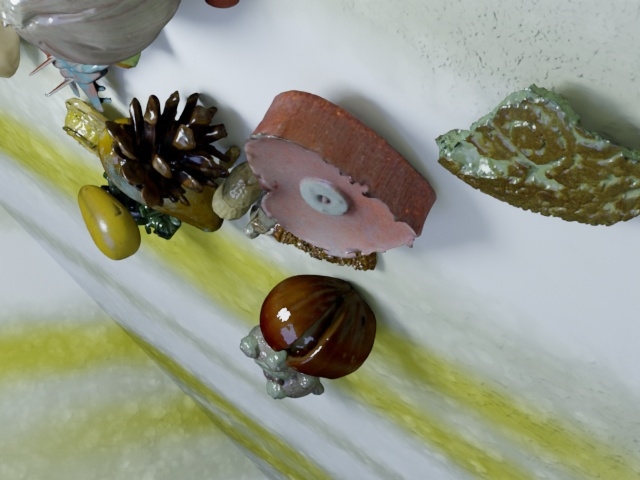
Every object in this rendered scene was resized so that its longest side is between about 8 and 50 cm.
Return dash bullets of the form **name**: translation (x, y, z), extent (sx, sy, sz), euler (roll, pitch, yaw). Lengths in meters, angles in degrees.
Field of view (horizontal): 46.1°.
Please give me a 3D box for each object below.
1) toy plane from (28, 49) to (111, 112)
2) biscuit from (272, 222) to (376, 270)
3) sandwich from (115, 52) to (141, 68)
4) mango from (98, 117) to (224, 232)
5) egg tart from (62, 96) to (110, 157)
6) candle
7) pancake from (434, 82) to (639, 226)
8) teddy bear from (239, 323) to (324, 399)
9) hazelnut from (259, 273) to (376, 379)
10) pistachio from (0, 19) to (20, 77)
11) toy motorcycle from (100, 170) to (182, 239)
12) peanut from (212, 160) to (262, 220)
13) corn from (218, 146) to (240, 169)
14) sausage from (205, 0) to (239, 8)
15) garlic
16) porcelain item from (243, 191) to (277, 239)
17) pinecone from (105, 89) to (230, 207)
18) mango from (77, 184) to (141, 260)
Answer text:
- **toy plane**: translation (-0.451, -0.344, 1.447), extent (0.326, 0.104, 0.223), euler (2, 135, 46)
- **biscuit**: translation (0.008, -0.005, 1.384), extent (0.206, 0.025, 0.126), euler (17, 143, 9)
- **sandwich**: translation (-0.391, -0.390, 1.315), extent (0.187, 0.117, 0.144), euler (20, -162, -14)
- **mango**: translation (-0.321, -0.126, 1.558), extent (0.316, 0.146, 0.192), euler (45, 152, -21)
- **egg tart**: translation (-0.503, -0.238, 1.669), extent (0.191, 0.074, 0.191), euler (33, 170, 6)
- **candle**: translation (0.038, -0.094, 1.162), extent (0.287, 0.131, 0.317), euler (20, 157, 24)
- **pancake**: translation (0.282, -0.109, 0.897), extent (0.376, 0.054, 0.197), euler (12, 143, 41)
- **teddy bear**: translation (-0.096, 0.308, 1.920), extent (0.236, 0.151, 0.267), euler (27, 147, 29)
- **hazelnut**: translation (0.002, 0.170, 1.547), extent (0.251, 0.217, 0.217), euler (40, 155, -22)
- **pistachio**: translation (-0.727, -0.467, 1.563), extent (0.187, 0.187, 0.299), euler (35, 159, 12)
- **toy motorcycle**: translation (-0.400, -0.080, 1.755), extent (0.275, 0.127, 0.205), euler (34, 150, 21)
- **peanut**: translation (-0.156, -0.096, 1.454), extent (0.082, 0.082, 0.187), euler (43, 153, -4)
- **corn**: translation (-0.175, -0.156, 1.447), extent (0.028, 0.027, 0.083), euler (63, 152, 2)
- **sausage**: translation (-0.134, -0.365, 1.044), extent (0.054, 0.059, 0.094), euler (-3, 153, -10)
- **garlic**: translation (-0.345, -0.383, 1.071), extent (0.317, 0.259, 0.317), euler (32, 148, 23)
- **porcelain item**: translation (-0.110, -0.043, 1.507), extent (0.084, 0.054, 0.213), euler (45, 154, -7)
- **pinecone**: translation (-0.264, -0.169, 1.353), extent (0.201, 0.229, 0.203), euler (-10, 126, 0)
- **mango**: translation (-0.478, -0.045, 1.692), extent (0.195, 0.098, 0.137), euler (58, 158, 7)
